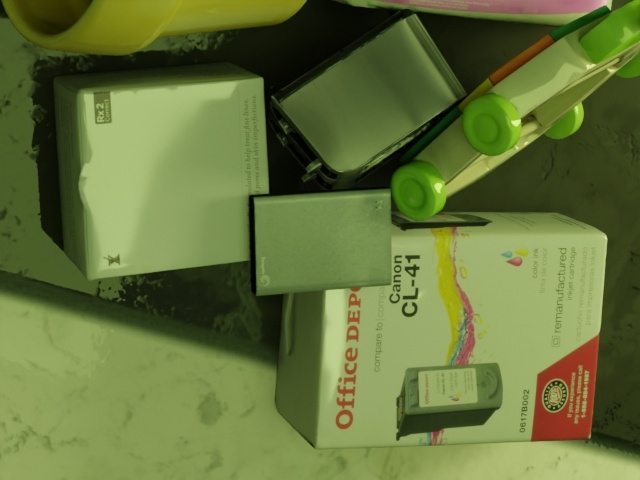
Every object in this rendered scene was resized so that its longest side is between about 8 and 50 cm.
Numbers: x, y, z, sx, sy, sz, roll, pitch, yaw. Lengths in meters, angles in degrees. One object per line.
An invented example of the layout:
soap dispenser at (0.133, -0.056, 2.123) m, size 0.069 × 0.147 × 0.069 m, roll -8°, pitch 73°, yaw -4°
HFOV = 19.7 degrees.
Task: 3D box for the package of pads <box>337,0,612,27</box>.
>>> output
package of pads at (0.156, -0.333, 1.801) m, size 0.297 × 0.101 × 0.229 m, roll 2°, pitch 102°, yaw -21°

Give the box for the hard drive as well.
hard drive at (0.000, 0.000, 1.734) m, size 0.135 × 0.022 × 0.094 m, roll -4°, pitch 102°, yaw -16°

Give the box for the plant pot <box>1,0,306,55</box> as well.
plant pot at (-0.133, -0.286, 1.645) m, size 0.239 × 0.254 × 0.254 m, roll 3°, pitch 102°, yaw -35°

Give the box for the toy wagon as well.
toy wagon at (0.216, -0.142, 1.751) m, size 0.267 × 0.344 × 0.068 m, roll -30°, pitch 81°, yaw -44°

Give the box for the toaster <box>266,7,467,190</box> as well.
toaster at (0.046, -0.134, 1.764) m, size 0.186 × 0.168 × 0.110 m, roll -34°, pitch 88°, yaw -7°

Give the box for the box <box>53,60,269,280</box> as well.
box at (-0.151, -0.069, 1.745) m, size 0.182 × 0.119 × 0.180 m, roll -6°, pitch 105°, yaw -18°

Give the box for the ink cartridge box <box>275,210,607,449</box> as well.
ink cartridge box at (0.123, 0.089, 1.873) m, size 0.306 × 0.131 × 0.226 m, roll -1°, pitch 102°, yaw -20°
